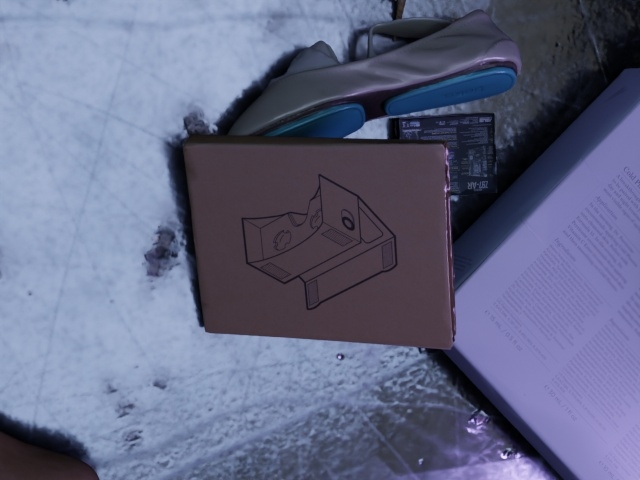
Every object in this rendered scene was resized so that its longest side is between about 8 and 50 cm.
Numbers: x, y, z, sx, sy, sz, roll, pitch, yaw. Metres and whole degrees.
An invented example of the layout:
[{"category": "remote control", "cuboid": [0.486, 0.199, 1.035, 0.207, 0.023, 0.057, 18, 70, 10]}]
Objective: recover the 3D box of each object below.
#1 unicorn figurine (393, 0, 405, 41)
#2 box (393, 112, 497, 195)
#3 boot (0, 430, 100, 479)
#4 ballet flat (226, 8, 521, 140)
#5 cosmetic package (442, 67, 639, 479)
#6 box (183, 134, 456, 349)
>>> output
[{"category": "unicorn figurine", "cuboid": [0.114, -0.238, 1.117, 0.111, 0.162, 0.060, -26, 78, -27]}, {"category": "box", "cuboid": [0.103, -0.070, 1.168, 0.083, 0.018, 0.067, -5, 97, -14]}, {"category": "boot", "cuboid": [-0.271, 0.077, 1.053, 0.236, 0.089, 0.269, 2, 93, -16]}, {"category": "ballet flat", "cuboid": [0.032, -0.126, 1.118, 0.249, 0.086, 0.086, -16, 99, -7]}, {"category": "cosmetic package", "cuboid": [0.294, 0.087, 1.192, 0.284, 0.097, 0.377, -44, 104, -5]}, {"category": "box", "cuboid": [0.000, 0.000, 1.076, 0.201, 0.021, 0.164, 3, 115, 17]}]
